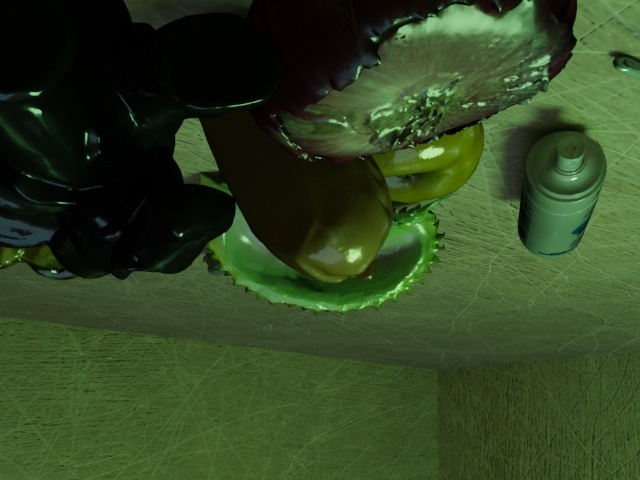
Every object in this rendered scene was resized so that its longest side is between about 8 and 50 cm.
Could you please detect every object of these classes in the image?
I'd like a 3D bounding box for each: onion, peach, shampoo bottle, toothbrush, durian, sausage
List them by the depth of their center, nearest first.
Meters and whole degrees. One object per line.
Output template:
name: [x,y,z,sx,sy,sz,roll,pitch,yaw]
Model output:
onion: [0.058,-0.144,0.539,0.248,0.161,0.248,-1,175,0]
sausage: [-0.020,-0.069,0.688,0.120,0.241,0.136,-37,159,32]
toothbrush: [0.357,-0.148,0.759,0.204,0.017,0.022,9,144,-28]
peach: [0.078,-0.101,0.799,0.179,0.103,0.179,4,165,1]
shampoo bottle: [0.291,-0.057,0.960,0.092,0.092,0.303,-1,164,11]
durian: [0.003,0.005,1.112,0.356,0.157,0.169,4,148,-9]

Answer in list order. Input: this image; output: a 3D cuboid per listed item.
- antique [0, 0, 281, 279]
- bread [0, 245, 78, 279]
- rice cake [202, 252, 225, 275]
antique: [-0.175,-0.113,0.515,0.185,0.322,0.255,-36,178,-28]
bread: [-0.303,-0.069,0.897,0.175,0.132,0.251,10,-153,-19]
rice cake: [-0.116,0.019,1.360,0.055,0.048,0.270,-3,171,-42]
